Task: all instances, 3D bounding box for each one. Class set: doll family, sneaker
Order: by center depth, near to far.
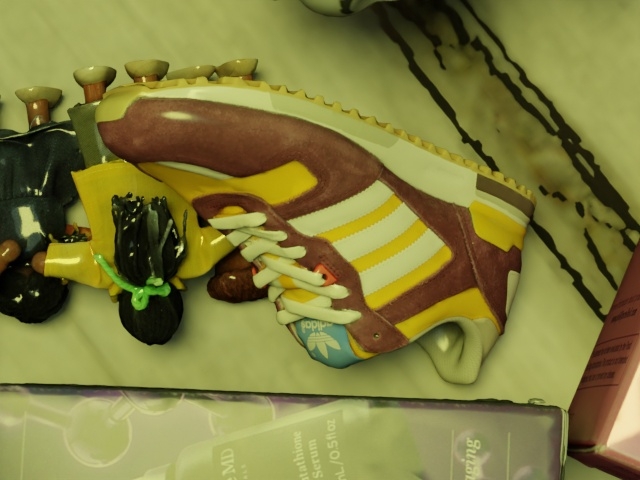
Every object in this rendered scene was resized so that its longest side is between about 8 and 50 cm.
[{"bbox_3d":[0.000,0.000,0.626,0.185,0.069,0.084,17,82,-34],"label":"sneaker"},{"bbox_3d":[-0.098,-0.005,0.665,0.193,0.076,0.111,-7,88,5],"label":"doll family"}]

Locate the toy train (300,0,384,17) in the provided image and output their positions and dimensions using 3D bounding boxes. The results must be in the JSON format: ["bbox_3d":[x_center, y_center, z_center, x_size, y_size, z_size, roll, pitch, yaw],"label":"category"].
[{"bbox_3d":[-0.002,-0.239,0.581,0.190,0.142,0.334,-25,97,4],"label":"toy train"}]

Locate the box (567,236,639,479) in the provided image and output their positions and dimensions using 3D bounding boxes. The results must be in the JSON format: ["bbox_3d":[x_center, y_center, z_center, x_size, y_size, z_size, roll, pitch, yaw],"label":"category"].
[{"bbox_3d":[0.232,0.006,0.636,0.213,0.117,0.243,23,84,3],"label":"box"}]

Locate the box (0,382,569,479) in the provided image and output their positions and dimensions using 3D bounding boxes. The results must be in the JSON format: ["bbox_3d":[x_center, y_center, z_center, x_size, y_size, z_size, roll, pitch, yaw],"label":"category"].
[{"bbox_3d":[-0.022,0.129,0.629,0.207,0.108,0.153,1,85,0],"label":"box"}]
